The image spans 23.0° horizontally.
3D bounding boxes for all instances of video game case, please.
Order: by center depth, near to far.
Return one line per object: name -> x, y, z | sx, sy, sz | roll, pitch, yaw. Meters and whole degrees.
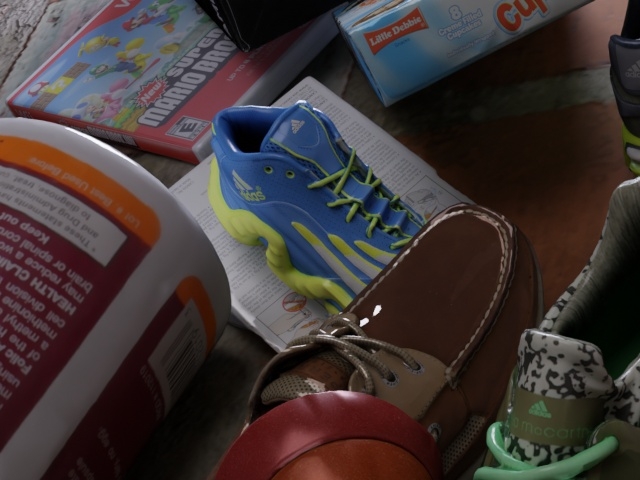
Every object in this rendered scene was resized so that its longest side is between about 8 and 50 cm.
video game case -> -0.132, -0.162, 1.412 | 0.285, 0.025, 0.204 | 15, 55, 44

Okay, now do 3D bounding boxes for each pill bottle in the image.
pill bottle -> -0.243, 0.129, 0.970 | 0.224, 0.224, 0.392 | 5, 48, 37

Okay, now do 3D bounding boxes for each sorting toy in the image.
sorting toy -> -0.062, 0.242, 0.744 | 0.365, 0.127, 0.126 | -48, 27, 7

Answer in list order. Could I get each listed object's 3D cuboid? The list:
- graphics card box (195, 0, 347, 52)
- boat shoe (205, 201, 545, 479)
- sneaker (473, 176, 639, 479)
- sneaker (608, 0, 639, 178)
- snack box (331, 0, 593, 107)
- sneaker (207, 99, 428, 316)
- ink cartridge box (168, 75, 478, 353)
graphics card box -> -0.034, -0.303, 1.412 | 0.232, 0.094, 0.371 | -27, 29, -5
boat shoe -> 0.023, 0.103, 0.879 | 0.123, 0.116, 0.324 | 15, 63, 34
sneaker -> 0.112, 0.128, 0.770 | 0.158, 0.182, 0.410 | 2, 47, 35
sneaker -> 0.278, -0.172, 1.069 | 0.111, 0.121, 0.300 | 2, 46, 35
snack box -> 0.106, -0.175, 1.130 | 0.187, 0.060, 0.322 | -27, 10, 3
sneaker -> 0.010, -0.014, 1.022 | 0.240, 0.126, 0.091 | 27, 64, 30
ink cartridge box -> 0.000, 0.000, 1.127 | 0.181, 0.056, 0.224 | -40, 56, -15
